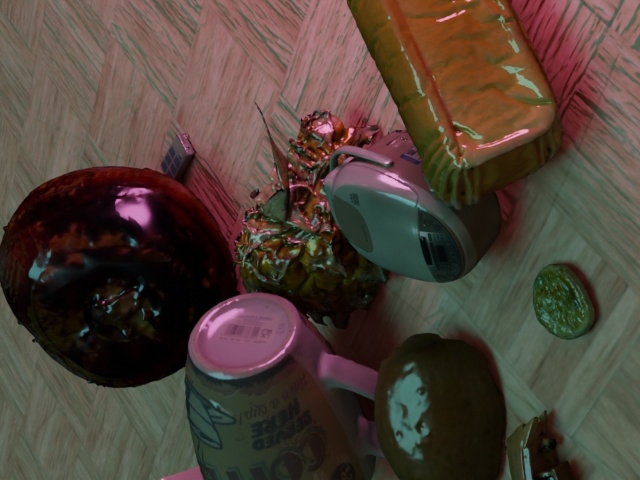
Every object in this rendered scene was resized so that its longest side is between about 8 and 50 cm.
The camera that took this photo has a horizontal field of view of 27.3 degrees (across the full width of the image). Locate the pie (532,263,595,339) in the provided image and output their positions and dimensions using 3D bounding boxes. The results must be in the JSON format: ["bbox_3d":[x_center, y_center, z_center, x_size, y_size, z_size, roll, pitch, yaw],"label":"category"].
[{"bbox_3d":[0.251,0.063,1.369,0.084,0.021,0.084,29,128,44],"label":"pie"}]

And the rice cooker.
[{"bbox_3d":[0.101,-0.039,1.430,0.206,0.127,0.145,30,149,42],"label":"rice cooker"}]

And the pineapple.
[{"bbox_3d":[-0.005,0.002,1.580,0.161,0.158,0.334,42,133,38],"label":"pineapple"}]

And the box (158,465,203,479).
[{"bbox_3d":[-0.093,0.430,1.806,0.273,0.221,0.091,59,138,18],"label":"box"}]

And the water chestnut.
[{"bbox_3d":[-0.281,0.039,1.908,0.302,0.351,0.350,-80,1,-58],"label":"water chestnut"}]

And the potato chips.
[{"bbox_3d":[0.133,0.206,1.498,0.150,0.049,0.201,2,97,10],"label":"potato chips"}]

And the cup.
[{"bbox_3d":[-0.025,0.201,1.595,0.301,0.227,0.257,0,135,15],"label":"cup"}]

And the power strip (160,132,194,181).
[{"bbox_3d":[-0.212,-0.120,1.944,0.040,0.016,0.090,60,143,21],"label":"power strip"}]

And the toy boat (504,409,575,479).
[{"bbox_3d":[0.254,0.287,1.413,0.072,0.064,0.206,-16,89,41],"label":"toy boat"}]

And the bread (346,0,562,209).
[{"bbox_3d":[0.131,-0.188,1.322,0.119,0.153,0.288,58,-173,-77],"label":"bread"}]
